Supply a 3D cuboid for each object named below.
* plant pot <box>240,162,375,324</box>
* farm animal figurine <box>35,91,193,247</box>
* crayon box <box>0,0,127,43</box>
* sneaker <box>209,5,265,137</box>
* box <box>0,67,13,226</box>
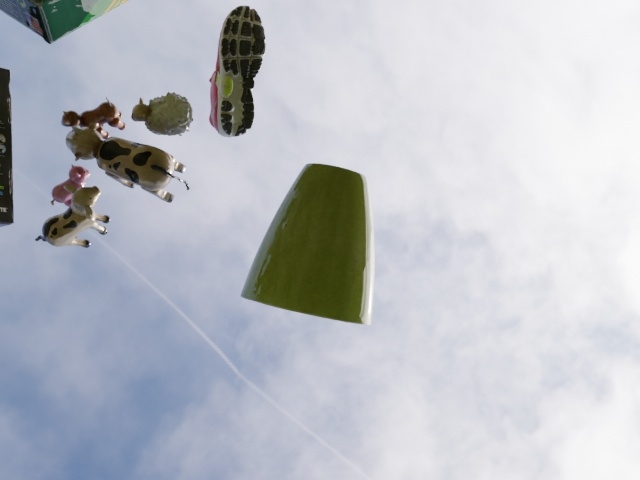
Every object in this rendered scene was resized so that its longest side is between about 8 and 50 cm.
[{"bbox_3d":[0.000,0.000,1.283,0.274,0.275,0.294,12,-94,-8],"label":"plant pot"},{"bbox_3d":[-0.433,-0.147,1.261,0.326,0.172,0.330,2,-101,15],"label":"farm animal figurine"},{"bbox_3d":[-0.416,-0.488,1.085,0.202,0.081,0.318,33,-122,17],"label":"crayon box"},{"bbox_3d":[-0.200,-0.367,1.350,0.107,0.118,0.279,3,-77,-38],"label":"sneaker"},{"bbox_3d":[-0.675,-0.173,1.046,0.295,0.073,0.293,1,-98,-53],"label":"box"}]
